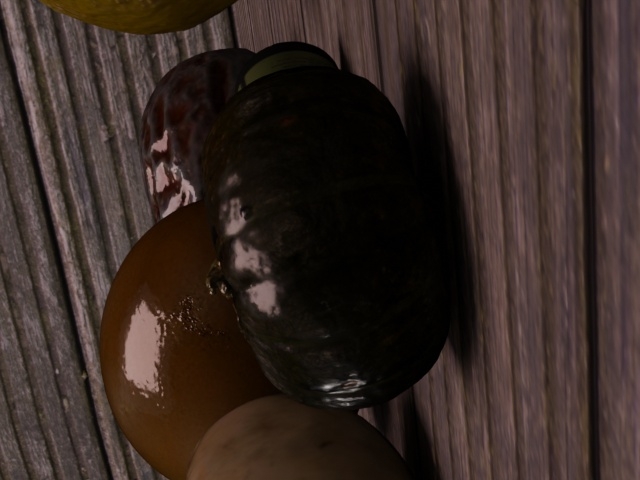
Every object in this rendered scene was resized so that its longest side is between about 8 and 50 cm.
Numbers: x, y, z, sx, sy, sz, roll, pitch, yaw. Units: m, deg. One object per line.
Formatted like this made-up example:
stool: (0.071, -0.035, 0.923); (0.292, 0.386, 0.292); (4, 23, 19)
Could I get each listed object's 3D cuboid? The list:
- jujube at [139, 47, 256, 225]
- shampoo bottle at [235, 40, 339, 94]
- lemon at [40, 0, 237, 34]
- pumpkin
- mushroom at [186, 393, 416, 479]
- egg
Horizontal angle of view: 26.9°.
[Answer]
jujube: (-0.109, -0.070, 1.658); (0.246, 0.215, 0.308); (87, 171, -60)
shampoo bottle: (-0.007, -0.060, 1.143); (0.284, 0.101, 0.101); (-106, 8, -50)
lemon: (-0.185, -0.371, 1.364); (0.364, 0.364, 0.364); (170, 90, -85)
pumpkin: (0.000, 0.000, 0.862); (0.223, 0.157, 0.224); (-19, -90, -88)
mushroom: (-0.031, 0.303, 1.179); (0.353, 0.353, 0.325); (102, -171, -78)
egg: (-0.089, 0.113, 1.399); (0.351, 0.282, 0.283); (93, 167, -47)
